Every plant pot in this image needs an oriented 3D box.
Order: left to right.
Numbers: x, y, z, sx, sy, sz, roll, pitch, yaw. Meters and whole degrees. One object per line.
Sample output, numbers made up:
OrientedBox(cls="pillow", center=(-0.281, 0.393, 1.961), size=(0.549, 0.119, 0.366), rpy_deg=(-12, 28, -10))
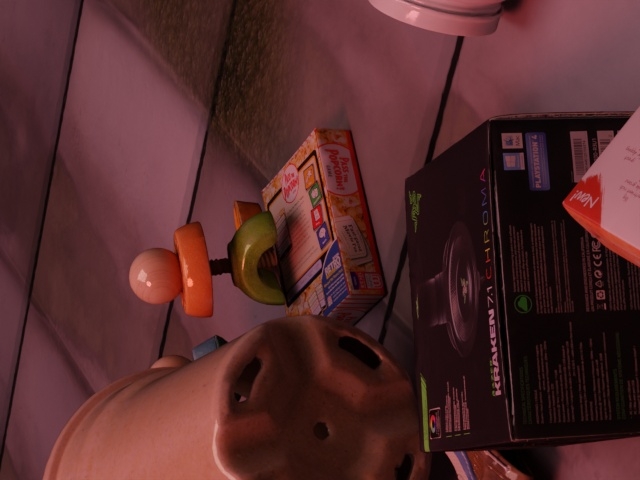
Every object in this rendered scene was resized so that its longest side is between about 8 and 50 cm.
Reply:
OrientedBox(cls="plant pot", center=(-0.059, 0.227, 1.757), size=(0.305, 0.333, 0.334), rpy_deg=(-41, 54, 53))

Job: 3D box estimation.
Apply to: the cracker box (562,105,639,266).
OrientedBox(cls="cracker box", center=(0.293, -0.073, 1.259), size=(0.232, 0.067, 0.155), rpy_deg=(-52, 33, -1))

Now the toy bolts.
OrientedBox(cls="toy bolts", center=(-0.125, 0.075, 2.018), size=(0.218, 0.158, 0.229), rpy_deg=(-120, 23, -72))

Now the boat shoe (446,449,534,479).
OrientedBox(cls="boat shoe", center=(0.150, 0.177, 1.656), size=(0.066, 0.066, 0.183), rpy_deg=(-51, 36, 21))

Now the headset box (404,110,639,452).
OrientedBox(cls="headset box", center=(0.164, 0.044, 1.492), size=(0.283, 0.131, 0.246), rpy_deg=(146, 122, -77))

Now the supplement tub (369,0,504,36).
OrientedBox(cls="supplement tub", center=(0.123, -0.295, 1.627), size=(0.144, 0.144, 0.200), rpy_deg=(48, 131, 52))

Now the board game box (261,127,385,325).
OrientedBox(cls="board game box", center=(0.000, 0.000, 1.956), size=(0.147, 0.045, 0.194), rpy_deg=(-46, 50, 53))
